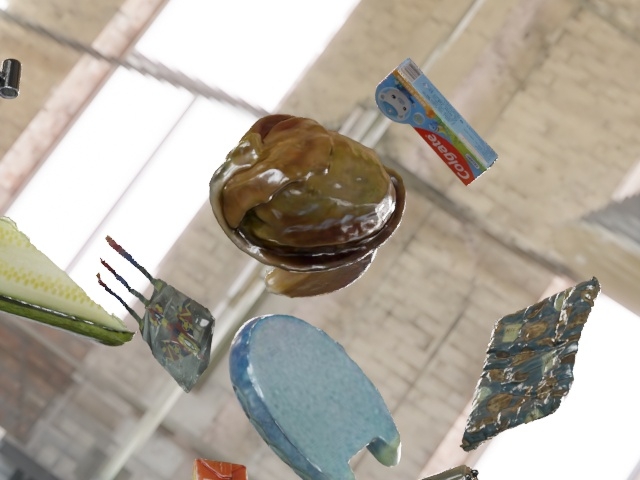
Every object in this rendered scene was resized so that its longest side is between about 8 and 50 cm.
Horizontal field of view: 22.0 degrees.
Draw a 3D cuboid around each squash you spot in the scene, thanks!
[{"bbox_3d":[-0.385,0.075,2.402,0.252,0.169,0.093,18,-51,-8],"label":"squash"}]

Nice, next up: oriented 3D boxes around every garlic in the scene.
[{"bbox_3d":[0.011,-0.007,2.022,0.090,0.128,0.198,61,-36,24],"label":"garlic"}]

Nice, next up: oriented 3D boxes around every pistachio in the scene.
[{"bbox_3d":[-0.008,-0.050,1.616,0.210,0.165,0.130,-1,-13,-28],"label":"pistachio"}]

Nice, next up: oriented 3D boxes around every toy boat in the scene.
[{"bbox_3d":[-0.026,0.268,2.632,0.330,0.215,0.123,48,-39,4],"label":"toy boat"}]

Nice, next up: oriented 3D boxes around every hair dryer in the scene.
[{"bbox_3d":[-0.402,-0.206,1.996,0.083,0.047,0.026,21,-38,-31],"label":"hair dryer"}]

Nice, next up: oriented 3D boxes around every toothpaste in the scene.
[{"bbox_3d":[0.160,-0.162,2.341,0.193,0.044,0.070,48,-50,-2],"label":"toothpaste"}]

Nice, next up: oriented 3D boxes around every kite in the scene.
[{"bbox_3d":[-0.230,0.092,2.254,0.015,0.141,0.245,-13,46,-46],"label":"kite"}]

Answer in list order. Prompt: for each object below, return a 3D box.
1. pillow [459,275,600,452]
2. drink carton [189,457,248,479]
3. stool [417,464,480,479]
[{"bbox_3d":[0.280,0.161,2.204,0.034,0.255,0.189,43,-47,-17],"label":"pillow"},{"bbox_3d":[-0.123,0.360,1.936,0.071,0.096,0.223,10,26,-10],"label":"drink carton"},{"bbox_3d":[0.197,0.396,2.518,0.096,0.110,0.096,53,20,-28],"label":"stool"}]
